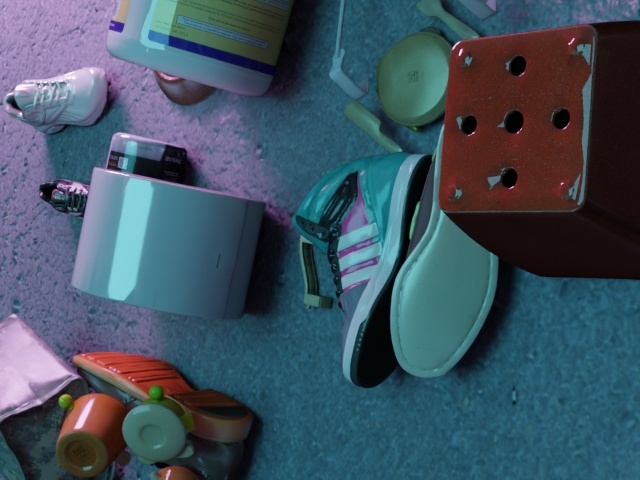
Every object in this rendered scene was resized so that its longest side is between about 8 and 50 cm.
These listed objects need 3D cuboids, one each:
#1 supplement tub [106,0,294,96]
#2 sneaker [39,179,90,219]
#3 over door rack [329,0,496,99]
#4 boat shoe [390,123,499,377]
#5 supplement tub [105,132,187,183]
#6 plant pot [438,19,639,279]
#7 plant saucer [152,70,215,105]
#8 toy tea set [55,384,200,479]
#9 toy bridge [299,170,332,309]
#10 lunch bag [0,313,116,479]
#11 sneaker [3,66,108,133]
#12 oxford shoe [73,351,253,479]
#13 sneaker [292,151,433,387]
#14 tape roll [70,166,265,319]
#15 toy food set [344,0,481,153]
[{"bbox_3d":[-0.145,-0.386,1.825,0.241,0.241,0.331,23,99,45],"label":"supplement tub"},{"bbox_3d":[-0.396,-0.062,2.140,0.178,0.077,0.072,8,90,45],"label":"sneaker"},{"bbox_3d":[0.088,-0.378,1.654,0.239,0.108,0.324,-28,54,40],"label":"over door rack"},{"bbox_3d":[0.158,0.000,1.556,0.116,0.097,0.324,11,96,5],"label":"boat shoe"},{"bbox_3d":[-0.276,-0.061,1.990,0.117,0.117,0.190,16,94,46],"label":"supplement tub"},{"bbox_3d":[0.269,-0.104,1.361,0.267,0.235,0.267,1,83,45],"label":"plant pot"},{"bbox_3d":[-0.206,-0.308,2.019,0.198,0.036,0.199,-11,75,45],"label":"plant saucer"},{"bbox_3d":[-0.241,0.342,1.817,0.200,0.124,0.336,-6,111,11],"label":"toy tea set"},{"bbox_3d":[0.000,0.000,1.764,0.063,0.026,0.188,12,92,48],"label":"toy bridge"},{"bbox_3d":[-0.440,0.299,2.043,0.235,0.169,0.287,33,143,47],"label":"lunch bag"},{"bbox_3d":[-0.447,-0.235,2.193,0.232,0.115,0.090,-18,71,42],"label":"sneaker"},{"bbox_3d":[-0.250,0.255,1.906,0.363,0.130,0.133,22,105,45],"label":"oxford shoe"},{"bbox_3d":[0.039,0.024,1.648,0.178,0.123,0.296,13,85,41],"label":"sneaker"},{"bbox_3d":[-0.210,0.004,1.821,0.246,0.246,0.169,15,93,46],"label":"tape roll"},{"bbox_3d":[0.125,-0.207,1.672,0.132,0.038,0.192,46,110,32],"label":"toy food set"}]
